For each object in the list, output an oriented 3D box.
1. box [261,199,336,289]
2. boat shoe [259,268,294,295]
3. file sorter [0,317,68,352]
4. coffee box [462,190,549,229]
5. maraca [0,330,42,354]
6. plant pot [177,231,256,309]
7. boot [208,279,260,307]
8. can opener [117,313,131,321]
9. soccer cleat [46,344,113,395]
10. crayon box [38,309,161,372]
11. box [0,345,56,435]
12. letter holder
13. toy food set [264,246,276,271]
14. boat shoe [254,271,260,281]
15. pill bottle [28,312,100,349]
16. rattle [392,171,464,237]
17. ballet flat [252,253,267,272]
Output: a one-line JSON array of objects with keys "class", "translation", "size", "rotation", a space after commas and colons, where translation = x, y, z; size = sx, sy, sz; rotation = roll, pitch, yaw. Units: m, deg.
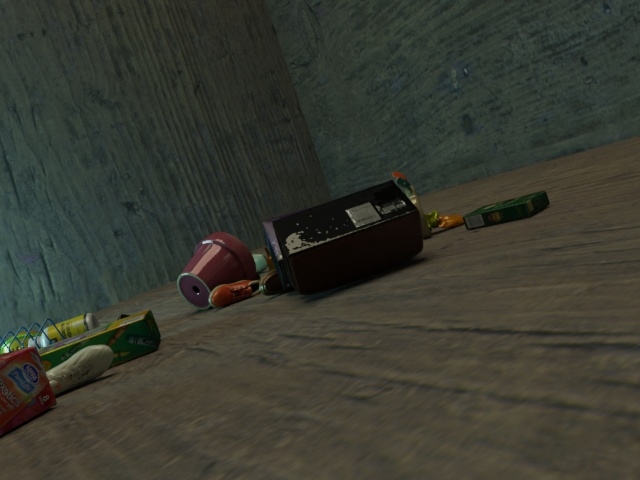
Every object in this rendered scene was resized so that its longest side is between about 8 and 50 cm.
[{"class": "box", "translation": [0.000, 0.000, 1.558], "size": [0.261, 0.103, 0.184], "rotation": [-17, 40, -10]}, {"class": "boat shoe", "translation": [-0.078, 0.094, 1.580], "size": [0.177, 0.064, 0.060], "rotation": [-19, 2, -37]}, {"class": "file sorter", "translation": [-0.786, 0.295, 1.620], "size": [0.170, 0.105, 0.118], "rotation": [-18, 29, 6]}, {"class": "coffee box", "translation": [0.461, -0.074, 1.517], "size": [0.113, 0.041, 0.184], "rotation": [-23, 6, -42]}, {"class": "maraca", "translation": [-0.852, 0.321, 1.815], "size": [0.185, 0.127, 0.099], "rotation": [-12, 46, -13]}, {"class": "plant pot", "translation": [-0.321, 0.103, 1.810], "size": [0.201, 0.201, 0.180], "rotation": [-15, 21, 39]}, {"class": "boot", "translation": [-0.236, 0.145, 1.704], "size": [0.084, 0.059, 0.157], "rotation": [-8, 10, 46]}, {"class": "can opener", "translation": [-0.521, 0.249, 1.655], "size": [0.073, 0.059, 0.186], "rotation": [7, 8, -14]}, {"class": "soccer cleat", "translation": [-0.510, 0.274, 1.229], "size": [0.196, 0.068, 0.076], "rotation": [-26, 9, 4]}, {"class": "crayon box", "translation": [-0.518, 0.251, 1.399], "size": [0.278, 0.081, 0.165], "rotation": [-20, 4, -11]}, {"class": "box", "translation": [-0.628, 0.288, 1.120], "size": [0.256, 0.123, 0.128], "rotation": [-16, 6, 32]}, {"class": "letter holder", "translation": [0.070, 0.029, 1.397], "size": [0.301, 0.215, 0.152], "rotation": [-19, 36, -8]}, {"class": "toy food set", "translation": [-0.075, 0.048, 1.882], "size": [0.111, 0.105, 0.232], "rotation": [-22, 5, -33]}, {"class": "boat shoe", "translation": [-0.295, 0.136, 2.047], "size": [0.206, 0.073, 0.073], "rotation": [-12, -30, 36]}, {"class": "pill bottle", "translation": [-0.733, 0.285, 1.751], "size": [0.184, 0.103, 0.103], "rotation": [-20, 4, -9]}, {"class": "rattle", "translation": [0.300, -0.116, 1.686], "size": [0.142, 0.200, 0.130], "rotation": [-17, 5, 26]}, {"class": "ballet flat", "translation": [-0.288, 0.109, 2.325], "size": [0.086, 0.086, 0.248], "rotation": [-22, 4, -37]}]
